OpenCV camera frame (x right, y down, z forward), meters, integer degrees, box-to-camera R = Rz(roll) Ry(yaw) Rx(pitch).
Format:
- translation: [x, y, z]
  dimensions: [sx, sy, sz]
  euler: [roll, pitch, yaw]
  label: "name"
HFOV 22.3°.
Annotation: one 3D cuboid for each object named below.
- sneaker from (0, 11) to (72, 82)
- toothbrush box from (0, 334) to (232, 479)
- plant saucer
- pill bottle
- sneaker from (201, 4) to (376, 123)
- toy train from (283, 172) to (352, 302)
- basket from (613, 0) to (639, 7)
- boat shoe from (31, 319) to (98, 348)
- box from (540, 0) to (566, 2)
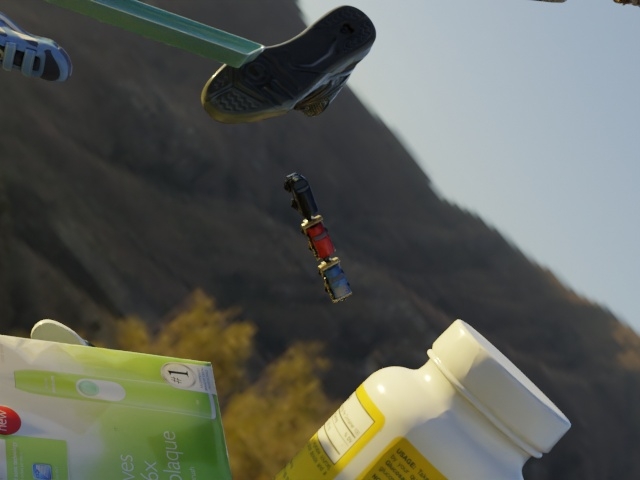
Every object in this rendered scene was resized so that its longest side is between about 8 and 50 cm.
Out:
- translation: [-0.378, -0.234, 2.027]
  dimensions: [0.144, 0.053, 0.059]
  euler: [27, 34, 12]
  label: "sneaker"
- translation: [-0.223, 0.194, 1.321]
  dimensions: [0.283, 0.122, 0.206]
  euler: [9, 41, -21]
  label: "toothbrush box"
- translation: [-0.144, -0.184, 1.368]
  dimensions: [0.192, 0.018, 0.067]
  euler: [19, 16, 7]
  label: "plant saucer"
- translation: [0.064, 0.240, 1.481]
  dimensions: [0.188, 0.334, 0.188]
  euler: [43, 5, -5]
  label: "pill bottle"
- translation: [-0.043, -0.173, 1.841]
  dimensions: [0.087, 0.227, 0.130]
  euler: [48, -31, 12]
  label: "sneaker"
- translation: [0.000, 0.000, 1.733]
  dimensions: [0.036, 0.027, 0.158]
  euler: [35, -30, 62]
  label: "toy train"
- translation: [0.497, -0.376, 1.956]
  dimensions: [0.213, 0.223, 0.299]
  euler: [15, 5, 0]
  label: "basket"
- translation: [-0.253, 0.131, 1.725]
  dimensions: [0.142, 0.049, 0.040]
  euler: [45, 8, -24]
  label: "boat shoe"
- translation: [0.036, -0.233, 0.877]
  dimensions: [0.232, 0.149, 0.127]
  euler: [9, -32, 21]
  label: "box"
